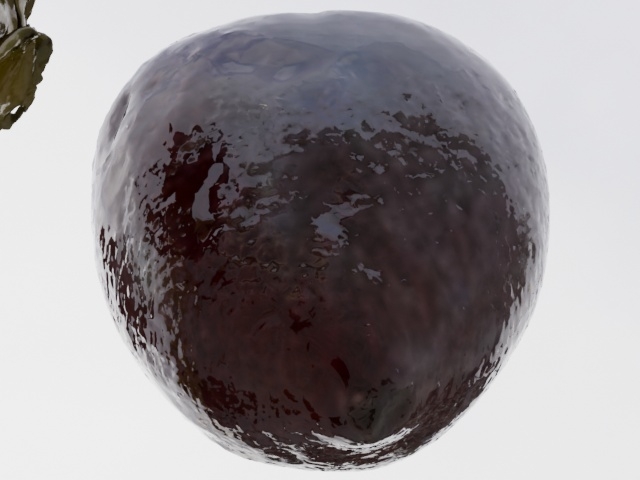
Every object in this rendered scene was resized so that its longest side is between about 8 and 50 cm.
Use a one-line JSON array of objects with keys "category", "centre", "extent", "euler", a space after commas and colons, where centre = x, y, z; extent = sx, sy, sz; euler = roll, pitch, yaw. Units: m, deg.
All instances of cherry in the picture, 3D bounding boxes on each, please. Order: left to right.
[{"category": "cherry", "centre": [0.000, 0.000, 0.991], "extent": [0.230, 0.300, 0.203], "euler": [8, -52, -12]}]

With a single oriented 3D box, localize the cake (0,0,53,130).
[{"category": "cake", "centre": [-0.151, -0.039, 0.547], "extent": [0.116, 0.079, 0.185], "euler": [-39, -34, 26]}]
